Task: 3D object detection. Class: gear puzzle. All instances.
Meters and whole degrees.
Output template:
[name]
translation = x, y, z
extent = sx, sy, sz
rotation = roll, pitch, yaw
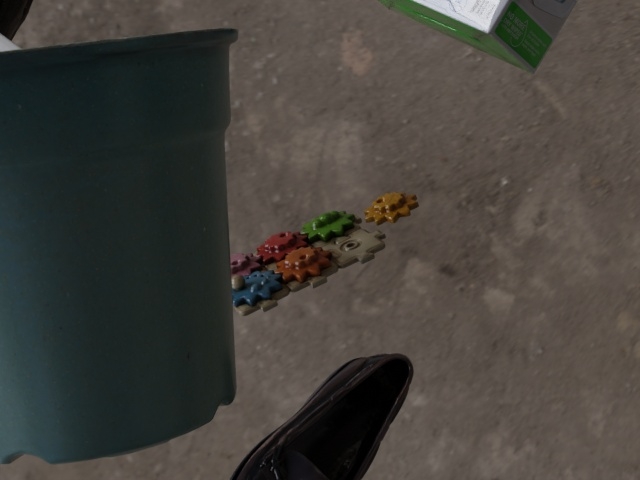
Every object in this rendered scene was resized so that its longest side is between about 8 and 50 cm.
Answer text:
[gear puzzle]
translation = 0.000, 0.000, 1.656
extent = 0.175, 0.339, 0.044
rotation = 36, 148, 60

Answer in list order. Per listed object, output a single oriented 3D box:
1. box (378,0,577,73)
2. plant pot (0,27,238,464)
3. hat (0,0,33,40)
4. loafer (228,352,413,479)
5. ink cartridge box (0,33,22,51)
[box]
translation = 0.191, -0.364, 1.348
extent = 0.262, 0.126, 0.231
rotation = 33, 95, 40
[plant pot]
translation = -0.218, -0.002, 0.997
extent = 0.341, 0.341, 0.334
rotation = -2, 101, 29
[hat]
translation = -0.523, -0.361, 1.501
extent = 0.134, 0.331, 0.331
rotation = 22, 113, 18
[loafer]
translation = -0.006, 0.223, 1.143
extent = 0.109, 0.302, 0.095
rotation = 42, 147, -2
[ink cartridge box]
translation = -0.352, -0.160, 1.299
extent = 0.093, 0.154, 0.212
rotation = -46, 41, -5
